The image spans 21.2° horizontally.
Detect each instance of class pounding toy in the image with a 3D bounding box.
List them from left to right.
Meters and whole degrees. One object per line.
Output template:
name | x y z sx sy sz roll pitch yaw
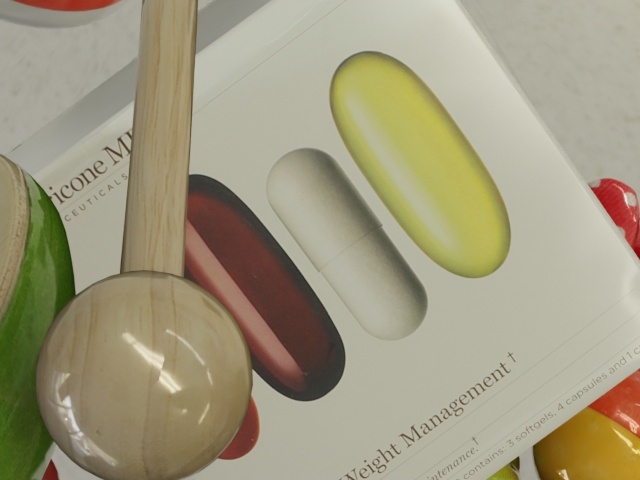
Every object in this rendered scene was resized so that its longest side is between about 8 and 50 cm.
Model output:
pounding toy | -0.096 0.062 0.509 0.237 0.183 0.110 -34 122 23

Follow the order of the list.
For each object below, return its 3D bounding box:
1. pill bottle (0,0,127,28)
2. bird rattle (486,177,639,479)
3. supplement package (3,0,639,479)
pill bottle | -0.123 -0.282 0.973 0.181 0.181 0.323 31 134 -10
bird rattle | 0.129 0.088 0.872 0.253 0.207 0.143 -43 144 -25
supplement package | 0.000 0.000 0.706 0.194 0.149 0.203 -37 103 0
